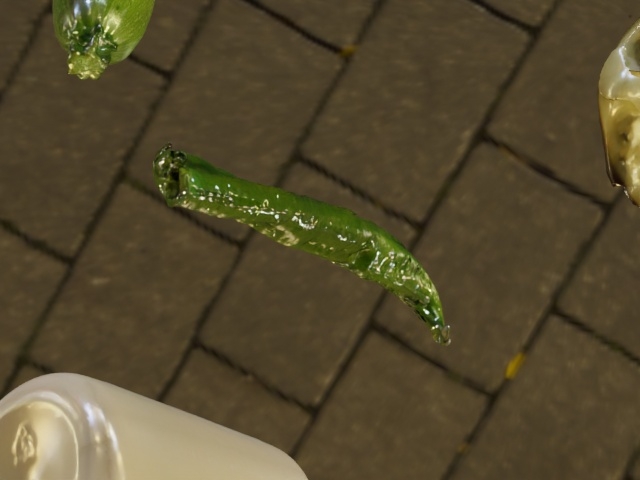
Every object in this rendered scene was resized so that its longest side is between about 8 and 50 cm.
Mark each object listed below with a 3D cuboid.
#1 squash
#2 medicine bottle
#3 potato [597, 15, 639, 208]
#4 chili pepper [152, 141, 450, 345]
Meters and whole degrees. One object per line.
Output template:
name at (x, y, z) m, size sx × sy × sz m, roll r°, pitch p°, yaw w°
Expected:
squash at (-0.208, -0.266, 1.643) m, size 0.101 × 0.378 × 0.101 m, roll 1°, pitch 127°, yaw 1°
medicine bottle at (-0.062, 0.152, 0.853) m, size 0.114 × 0.252 × 0.114 m, roll -18°, pitch 61°, yaw 35°
potato at (0.371, -0.071, 1.259) m, size 0.285 × 0.242 × 0.242 m, roll 27°, pitch 106°, yaw 49°
chili pepper at (0.000, 0.000, 1.521) m, size 0.359 × 0.085 × 0.076 m, roll 26°, pitch 99°, yaw -35°
